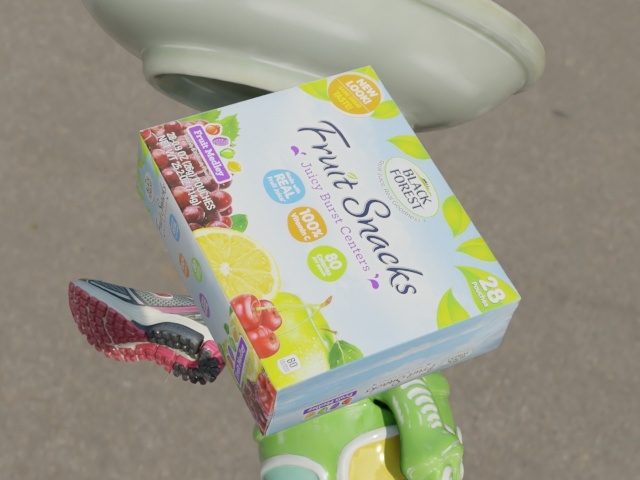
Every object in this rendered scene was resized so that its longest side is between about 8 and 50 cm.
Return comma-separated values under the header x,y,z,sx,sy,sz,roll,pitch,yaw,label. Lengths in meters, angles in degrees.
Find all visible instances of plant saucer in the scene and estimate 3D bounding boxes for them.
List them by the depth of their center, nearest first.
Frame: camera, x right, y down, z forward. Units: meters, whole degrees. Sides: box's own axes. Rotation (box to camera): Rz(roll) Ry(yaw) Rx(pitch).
x,y,z,sx,sy,sz,roll,pitch,yaw,label
-0.027,-0.147,1.162,0.401,0.100,0.400,15,-5,1,plant saucer

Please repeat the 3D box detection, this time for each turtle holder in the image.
x,y,z,sx,sy,sz,roll,pitch,yaw,label
0.072,0.251,1.710,0.243,0.320,0.227,5,68,-52,turtle holder

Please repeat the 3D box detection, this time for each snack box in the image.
x,y,z,sx,sy,sz,roll,pitch,yaw,label
0.000,0.000,0.943,0.175,0.070,0.207,-18,61,-21,snack box

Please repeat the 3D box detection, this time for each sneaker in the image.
x,y,z,sx,sy,sz,roll,pitch,yaw,label
-0.252,0.124,2.210,0.299,0.120,0.112,19,44,22,sneaker
